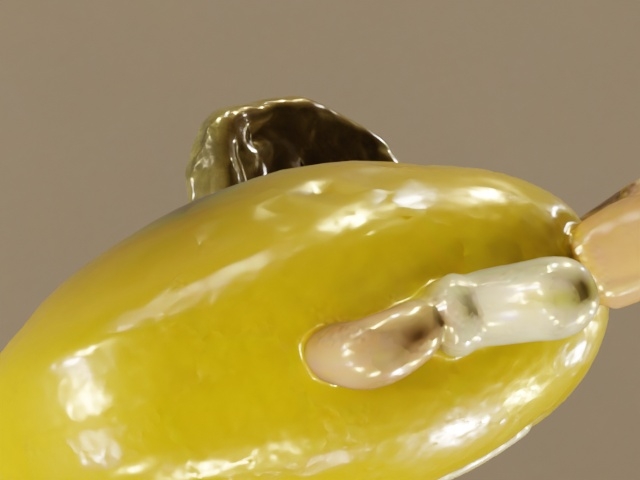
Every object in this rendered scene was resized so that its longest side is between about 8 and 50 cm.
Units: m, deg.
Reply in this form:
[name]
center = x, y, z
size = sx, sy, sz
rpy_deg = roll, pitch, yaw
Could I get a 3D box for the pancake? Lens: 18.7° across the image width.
[pancake]
center = 0.000, 0.000, 1.672
size = 0.294, 0.049, 0.294
rpy_deg = 24, -129, -35

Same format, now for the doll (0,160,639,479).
[doll]
center = 0.055, 0.030, 0.898
size = 0.348, 0.423, 0.161
rpy_deg = -14, -96, -63
